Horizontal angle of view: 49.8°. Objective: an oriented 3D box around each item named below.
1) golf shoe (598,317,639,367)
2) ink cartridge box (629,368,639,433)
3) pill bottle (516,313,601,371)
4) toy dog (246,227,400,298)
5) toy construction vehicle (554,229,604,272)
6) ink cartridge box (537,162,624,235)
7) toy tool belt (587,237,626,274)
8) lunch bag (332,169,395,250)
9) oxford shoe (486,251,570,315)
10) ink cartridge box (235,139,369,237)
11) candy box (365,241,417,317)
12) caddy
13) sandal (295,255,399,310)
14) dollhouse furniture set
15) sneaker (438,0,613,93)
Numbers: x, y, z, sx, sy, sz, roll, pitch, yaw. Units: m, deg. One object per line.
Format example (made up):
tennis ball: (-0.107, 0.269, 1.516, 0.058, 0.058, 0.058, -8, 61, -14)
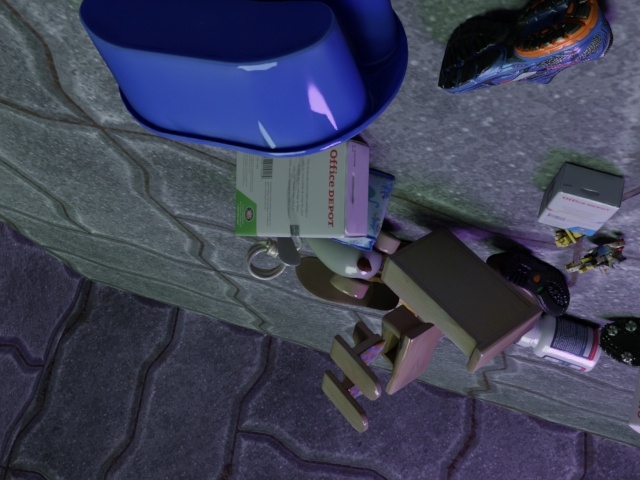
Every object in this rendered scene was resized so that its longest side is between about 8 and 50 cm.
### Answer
golf shoe: (0.743, 0.235, 1.480, 0.272, 0.105, 0.120, 2, 163, 44)
ink cartridge box: (0.869, 0.364, 1.566, 0.114, 0.198, 0.272, 32, 158, -35)
pill bottle: (0.567, 0.236, 1.648, 0.180, 0.108, 0.108, 18, 163, 3)
toy dog: (0.000, 0.000, 1.414, 0.333, 0.220, 0.161, 9, -175, 0)
toy construction vehicle: (0.436, 0.015, 1.179, 0.086, 0.035, 0.098, 58, 165, -1)
ink cartridge box: (0.389, -0.060, 1.035, 0.088, 0.052, 0.122, 16, 164, 7)
toy tool belt: (0.499, 0.029, 1.180, 0.052, 0.051, 0.083, -16, 171, -15)
lunch bag: (0.042, -0.067, 1.246, 0.151, 0.129, 0.096, 18, 163, 0)
oxford shoe: (0.425, 0.082, 1.403, 0.227, 0.083, 0.096, 35, 170, -28)
ink cartridge box: (-0.031, -0.084, 1.163, 0.219, 0.160, 0.092, 2, -179, 30)
candy box: (0.170, 0.092, 1.657, 0.182, 0.088, 0.316, 12, 161, 27)
caddy: (-0.078, -0.218, 0.737, 0.341, 0.241, 0.179, 13, 157, 20)
sandal: (0.056, 0.104, 1.542, 0.240, 0.088, 0.079, 18, 174, 1)
dollhouse furniture set: (0.240, 0.210, 1.412, 0.256, 0.362, 0.394, 46, 146, 29)
sneaker: (0.216, -0.200, 0.755, 0.087, 0.083, 0.221, 21, 168, -33)
